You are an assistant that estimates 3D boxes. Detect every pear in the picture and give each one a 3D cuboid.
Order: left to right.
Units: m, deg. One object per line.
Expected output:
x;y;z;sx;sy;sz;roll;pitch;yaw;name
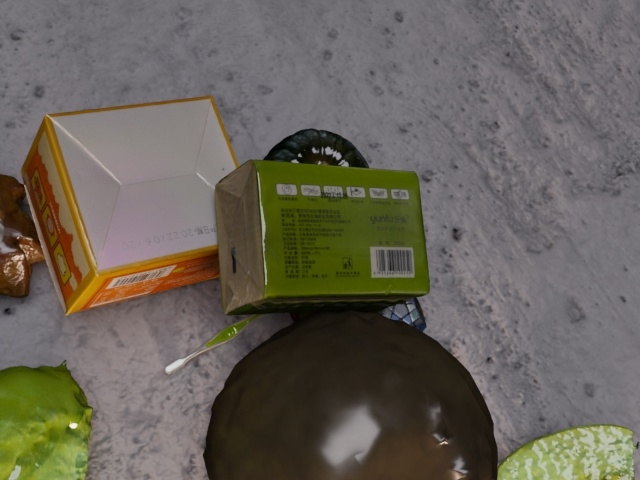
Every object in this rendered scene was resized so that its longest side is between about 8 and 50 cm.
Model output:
0.384;0.444;1.393;0.239;0.139;0.288;-1;74;6;pear

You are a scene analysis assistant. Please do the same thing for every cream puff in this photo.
-0.572;-0.014;1.379;0.268;0.155;0.241;-7;71;-34;cream puff

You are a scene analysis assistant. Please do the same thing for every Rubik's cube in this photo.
0.126;0.130;1.478;0.111;0.093;0.111;4;68;-9;Rubik's cube

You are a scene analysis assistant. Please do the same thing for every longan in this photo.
0.055;0.311;1.248;0.404;0.404;0.436;-38;77;-19;longan

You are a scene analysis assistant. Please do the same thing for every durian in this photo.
-0.471;0.329;1.263;0.255;0.204;0.340;20;59;-24;durian

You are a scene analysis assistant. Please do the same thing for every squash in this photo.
-0.009;-0.085;1.489;0.218;0.172;0.218;13;67;-35;squash

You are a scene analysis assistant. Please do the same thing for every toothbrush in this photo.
-0.147;0.151;1.460;0.263;0.026;0.022;-31;84;-18;toothbrush

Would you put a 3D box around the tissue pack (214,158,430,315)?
0.000;0.000;1.286;0.274;0.167;0.200;1;77;-29;tissue pack

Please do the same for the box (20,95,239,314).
-0.284;-0.055;1.370;0.283;0.214;0.260;-13;74;-34;box

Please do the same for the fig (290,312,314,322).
0.054;0.060;1.462;0.245;0.149;0.149;-31;78;-16;fig
